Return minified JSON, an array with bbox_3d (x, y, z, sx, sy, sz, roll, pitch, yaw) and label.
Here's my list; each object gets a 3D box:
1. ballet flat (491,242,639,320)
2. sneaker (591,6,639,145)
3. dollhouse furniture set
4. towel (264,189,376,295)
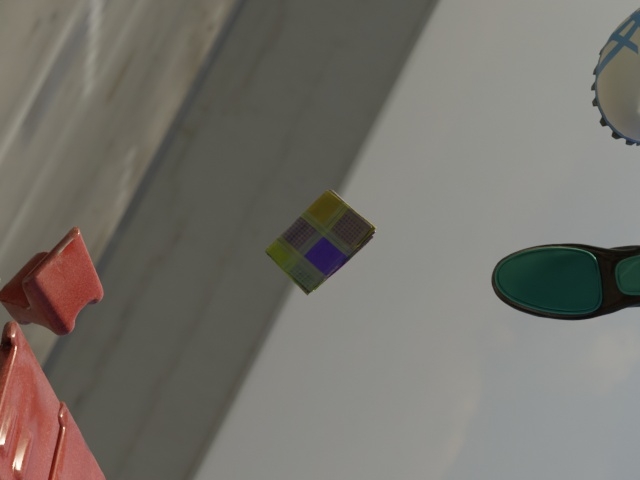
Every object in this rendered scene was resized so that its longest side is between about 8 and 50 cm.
[{"bbox_3d":[0.256,0.037,1.646,0.074,0.203,0.074,-5,90,-81],"label":"ballet flat"},{"bbox_3d":[0.284,-0.161,1.347,0.237,0.085,0.086,-45,-179,-25],"label":"sneaker"},{"bbox_3d":[-0.256,0.083,1.254,0.374,0.201,0.152,-88,160,-51],"label":"dollhouse furniture set"},{"bbox_3d":[0.000,0.000,1.579,0.083,0.060,0.009,-43,164,-9],"label":"towel"}]
